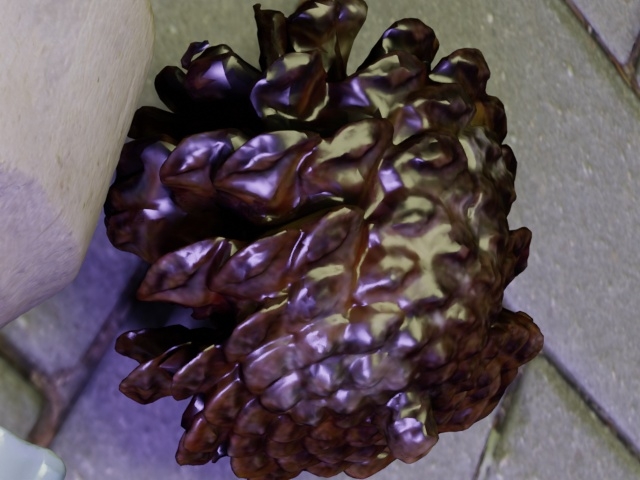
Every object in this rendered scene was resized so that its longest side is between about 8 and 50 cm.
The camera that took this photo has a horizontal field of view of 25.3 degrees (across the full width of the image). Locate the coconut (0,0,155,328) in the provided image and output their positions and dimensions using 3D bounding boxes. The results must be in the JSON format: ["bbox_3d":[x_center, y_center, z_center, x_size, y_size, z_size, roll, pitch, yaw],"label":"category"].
[{"bbox_3d":[-0.207,-0.092,0.712,0.237,0.237,0.266,32,62,-33],"label":"coconut"}]

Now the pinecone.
[{"bbox_3d":[-0.005,-0.002,0.872,0.298,0.242,0.296,10,73,-49],"label":"pinecone"}]

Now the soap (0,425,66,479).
[{"bbox_3d":[-0.237,0.199,0.638,0.087,0.160,0.265,42,52,-26],"label":"soap"}]
